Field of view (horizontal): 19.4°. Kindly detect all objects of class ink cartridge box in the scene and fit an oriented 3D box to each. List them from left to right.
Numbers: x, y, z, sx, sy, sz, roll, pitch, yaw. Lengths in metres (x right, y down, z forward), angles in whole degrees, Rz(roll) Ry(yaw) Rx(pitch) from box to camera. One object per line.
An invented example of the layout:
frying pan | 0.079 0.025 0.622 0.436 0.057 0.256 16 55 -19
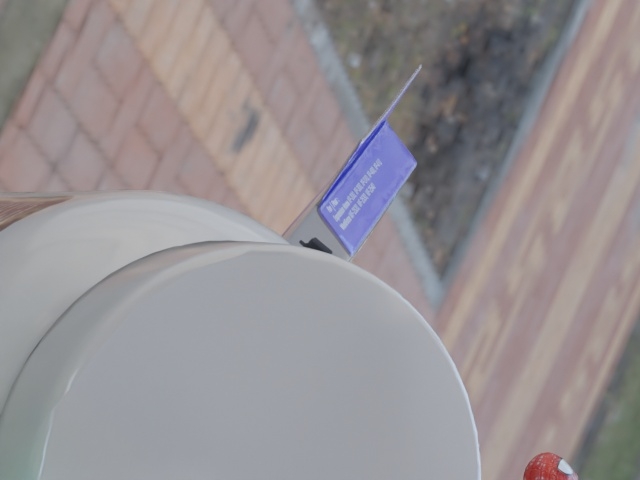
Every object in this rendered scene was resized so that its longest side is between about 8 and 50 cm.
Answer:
ink cartridge box | 0.000 0.000 1.175 0.208 0.045 0.206 -52 -179 23

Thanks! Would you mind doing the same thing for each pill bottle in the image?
pill bottle | -0.102 0.083 0.789 0.363 0.210 0.210 2 -118 63

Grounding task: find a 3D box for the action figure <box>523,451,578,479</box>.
action figure | 0.093 0.084 0.501 0.115 0.038 0.030 31 65 -35
